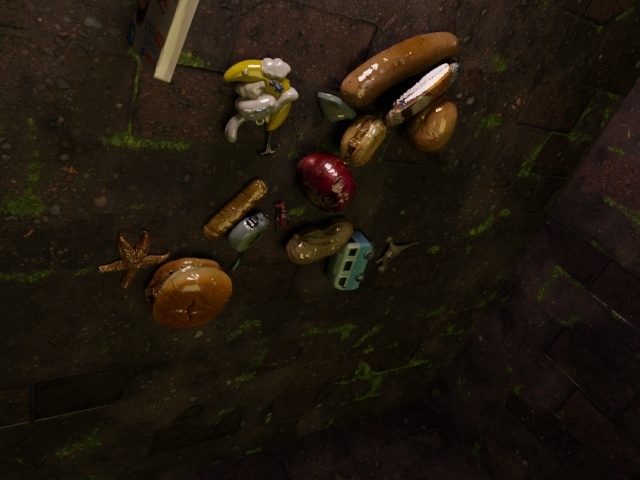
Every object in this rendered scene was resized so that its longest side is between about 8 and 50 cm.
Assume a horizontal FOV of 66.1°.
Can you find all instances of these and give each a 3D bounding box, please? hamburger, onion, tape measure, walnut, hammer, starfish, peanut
[{"bbox_3d":[0.159,-0.368,1.805,0.214,0.108,0.214,-47,165,-17],"label":"hamburger"},{"bbox_3d":[0.024,-0.213,1.794,0.190,0.246,0.247,-37,141,-18],"label":"onion"},{"bbox_3d":[-0.324,0.030,1.862,0.330,0.084,0.164,-49,163,22],"label":"tape measure"},{"bbox_3d":[0.429,-0.457,1.905,0.193,0.193,0.226,0,122,-37],"label":"walnut"},{"bbox_3d":[-0.171,-0.377,1.656,0.078,0.021,0.201,-13,133,-22],"label":"hammer"},{"bbox_3d":[-0.482,0.204,1.841,0.314,0.170,0.290,5,129,-41],"label":"hamburger"},{"bbox_3d":[-0.638,0.065,1.695,0.240,0.043,0.228,-11,133,-33],"label":"starfish"},{"bbox_3d":[0.000,0.000,2.043,0.325,0.140,0.154,-27,96,-25],"label":"peanut"}]

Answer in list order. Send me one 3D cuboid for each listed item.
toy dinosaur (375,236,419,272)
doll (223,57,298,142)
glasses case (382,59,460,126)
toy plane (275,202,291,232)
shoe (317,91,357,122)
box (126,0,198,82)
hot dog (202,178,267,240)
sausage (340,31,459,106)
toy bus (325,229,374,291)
[{"bbox_3d":[0.369,0.051,2.433,0.251,0.072,0.200,-50,150,-7],"label":"toy dinosaur"},{"bbox_3d":[-0.190,-0.437,1.518,0.251,0.111,0.238,-20,135,-17],"label":"doll"},{"bbox_3d":[0.362,-0.527,1.771,0.321,0.082,0.122,-37,169,7],"label":"glasses case"},{"bbox_3d":[-0.148,-0.093,1.921,0.060,0.037,0.145,-12,137,-15],"label":"toy plane"},{"bbox_3d":[0.055,-0.447,1.715,0.195,0.079,0.078,16,97,-51],"label":"shoe"},{"bbox_3d":[-0.370,-0.548,1.161,0.048,0.273,0.265,7,121,-41],"label":"box"},{"bbox_3d":[-0.304,-0.106,1.769,0.289,0.068,0.083,-42,132,5],"label":"hot dog"},{"bbox_3d":[0.280,-0.611,1.699,0.500,0.123,0.136,-31,115,-15],"label":"sausage"},{"bbox_3d":[0.120,0.096,2.221,0.164,0.133,0.272,-2,125,-29],"label":"toy bus"}]
